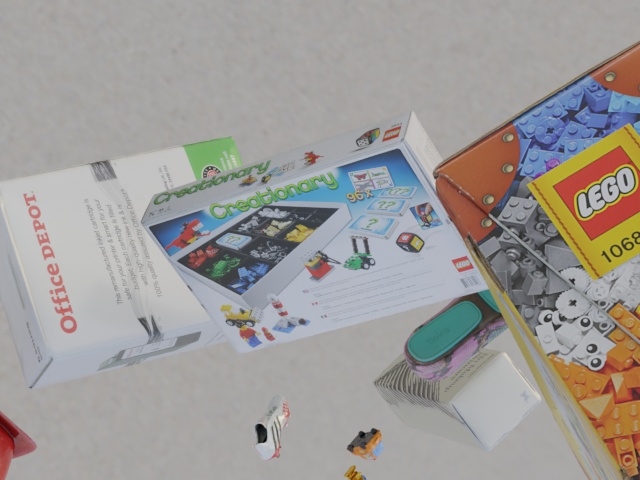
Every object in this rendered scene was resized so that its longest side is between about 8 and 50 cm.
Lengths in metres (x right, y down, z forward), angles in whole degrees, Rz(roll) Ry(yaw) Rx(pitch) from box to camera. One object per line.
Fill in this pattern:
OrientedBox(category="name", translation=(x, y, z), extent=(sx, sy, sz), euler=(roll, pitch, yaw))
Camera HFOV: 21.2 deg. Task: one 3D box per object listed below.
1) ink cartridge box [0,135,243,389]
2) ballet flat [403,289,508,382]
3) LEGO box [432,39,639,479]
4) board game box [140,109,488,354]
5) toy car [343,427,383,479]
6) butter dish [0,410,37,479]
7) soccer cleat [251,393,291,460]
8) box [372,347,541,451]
OrientedBox(category="ink cartridge box", translation=(-0.209, 0.022, 1.887), extent=(0.289, 0.211, 0.121), euler=(-12, 163, -27))
OrientedBox(category="ballet flat", translation=(0.194, 0.086, 1.980), extent=(0.221, 0.077, 0.079), euler=(-38, 148, -4))
OrientedBox(category="LEGO box", translation=(0.305, 0.155, 1.244), extent=(0.193, 0.372, 0.500), euler=(-31, 143, 2))
OrientedBox(category="board game box", translation=(0.000, 0.000, 1.673), extent=(0.305, 0.053, 0.193), euler=(-16, 124, 29))
OrientedBox(category="toy car", translation=(0.054, 0.309, 2.363), extent=(0.060, 0.040, 0.122), euler=(-30, -164, 38))
OrientedBox(category="butter dish", translation=(-0.413, 0.246, 1.856), extent=(0.160, 0.118, 0.160), euler=(-16, 140, 17))
OrientedBox(category="soccer cleat", translation=(-0.055, 0.196, 1.828), extent=(0.029, 0.083, 0.035), euler=(-19, 133, 34))
OrientedBox(category="box", translation=(0.185, 0.210, 2.377), extent=(0.113, 0.275, 0.094), euler=(-42, 104, -16))
